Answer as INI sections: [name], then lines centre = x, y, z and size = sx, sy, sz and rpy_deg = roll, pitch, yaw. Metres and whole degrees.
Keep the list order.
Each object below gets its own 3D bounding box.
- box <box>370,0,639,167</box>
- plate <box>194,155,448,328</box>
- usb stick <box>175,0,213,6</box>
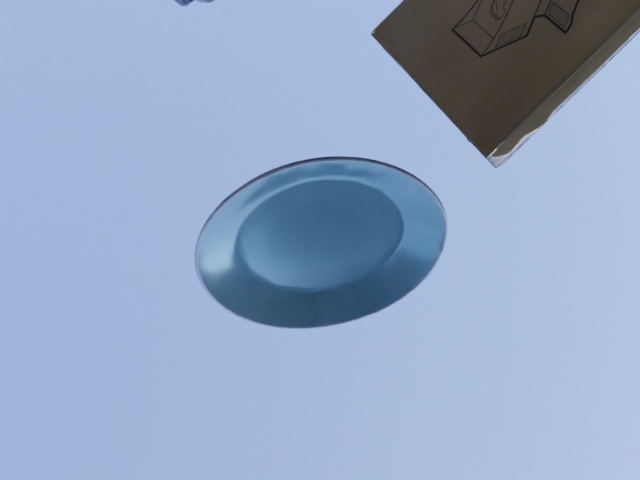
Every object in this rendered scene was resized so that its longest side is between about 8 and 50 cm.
[box]
centre = 0.142, -0.164, 0.742
size = 0.201, 0.021, 0.164
rpy_deg = -45, -134, 10
[plate]
centre = 0.000, 0.000, 0.844
size = 0.188, 0.188, 0.024
rpy_deg = -3, -131, -11
[usb stick]
centre = -0.001, -0.253, 0.690
size = 0.278, 0.045, 0.077
rpy_deg = -44, -79, -10
